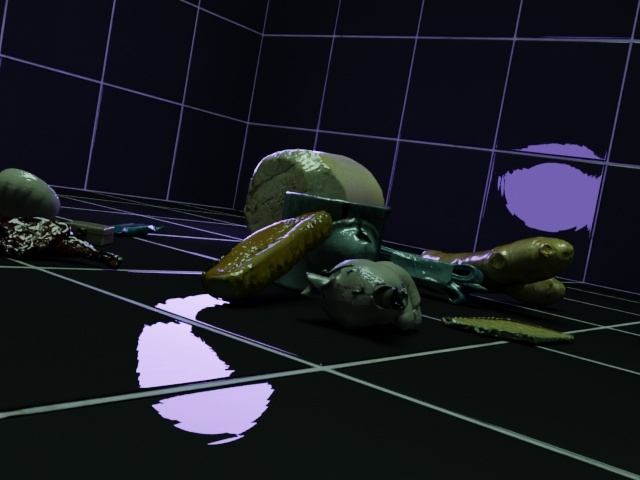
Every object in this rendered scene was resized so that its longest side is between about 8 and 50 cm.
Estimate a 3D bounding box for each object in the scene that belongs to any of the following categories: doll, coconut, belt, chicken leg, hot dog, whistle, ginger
[{"bbox_3d":[0.071,0.074,0.998,0.149,0.095,0.192,14,2,25],"label":"doll"},{"bbox_3d":[-0.004,-0.078,1.843,0.298,0.297,0.310,13,6,39],"label":"coconut"},{"bbox_3d":[0.195,0.069,1.529,0.303,0.087,0.072,13,-8,29],"label":"belt"},{"bbox_3d":[-0.405,0.006,1.103,0.205,0.053,0.093,1,30,-22],"label":"chicken leg"},{"bbox_3d":[-0.069,0.021,1.091,0.083,0.068,0.289,8,22,28],"label":"hot dog"},{"bbox_3d":[0.029,0.004,1.380,0.188,0.168,0.405,10,4,8],"label":"whistle"},{"bbox_3d":[0.360,0.067,1.602,0.348,0.122,0.363,2,-8,15],"label":"ginger"}]

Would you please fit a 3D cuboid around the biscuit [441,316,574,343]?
[{"bbox_3d":[0.305,0.142,1.173,0.144,0.016,0.203,13,4,41],"label":"biscuit"}]

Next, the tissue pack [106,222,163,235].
[{"bbox_3d":[-0.438,-0.024,1.691,0.085,0.027,0.138,8,7,35],"label":"tissue pack"}]

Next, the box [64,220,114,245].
[{"bbox_3d":[-0.446,-0.015,1.415,0.080,0.035,0.083,10,4,-1],"label":"box"}]

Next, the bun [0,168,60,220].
[{"bbox_3d":[-0.603,-0.073,1.482,0.138,0.094,0.138,15,-34,10],"label":"bun"}]
